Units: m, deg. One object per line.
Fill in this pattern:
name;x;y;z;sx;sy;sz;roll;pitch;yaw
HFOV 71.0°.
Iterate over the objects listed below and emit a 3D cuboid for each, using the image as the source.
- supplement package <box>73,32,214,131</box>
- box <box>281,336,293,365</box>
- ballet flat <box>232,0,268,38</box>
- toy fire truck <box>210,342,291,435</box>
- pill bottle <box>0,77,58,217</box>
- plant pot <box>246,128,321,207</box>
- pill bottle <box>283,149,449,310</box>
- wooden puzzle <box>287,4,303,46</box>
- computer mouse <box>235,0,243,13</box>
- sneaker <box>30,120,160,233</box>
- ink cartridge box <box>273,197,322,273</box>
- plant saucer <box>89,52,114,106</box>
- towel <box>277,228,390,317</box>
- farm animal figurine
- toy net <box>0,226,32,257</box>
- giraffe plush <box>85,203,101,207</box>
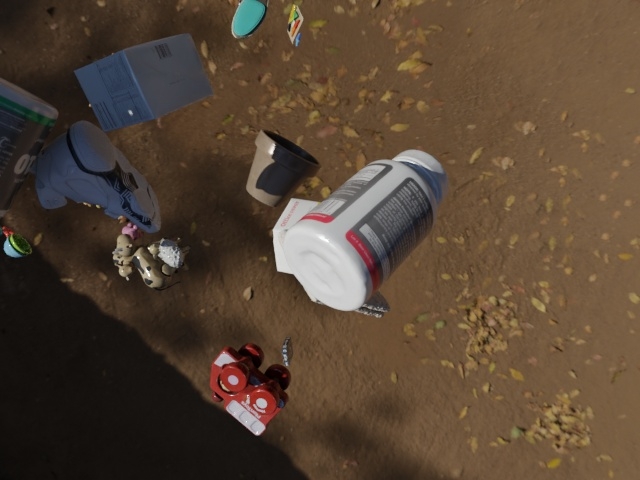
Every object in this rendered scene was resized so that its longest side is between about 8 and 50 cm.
supplement package;-0.405;-0.365;1.043;0.203;0.194;0.149;0;120;35
box;-0.113;0.381;1.542;0.018;0.083;0.067;-6;102;8
ballet flat;-0.124;-0.467;0.889;0.057;0.052;0.168;24;89;-1
toy fire truck;-0.268;0.530;1.591;0.302;0.169;0.253;38;112;0
pill bottle;-0.736;-0.170;0.945;0.204;0.204;0.360;30;93;-2
plant pot;-0.162;-0.255;1.691;0.263;0.263;0.229;32;105;-3
pill bottle;0.099;-0.036;0.811;0.318;0.176;0.176;-41;98;-32
wooden puzzle;-0.065;-0.536;1.113;0.014;0.116;0.078;6;130;-27
computer mouse;-0.191;-0.679;1.146;0.041;0.071;0.242;14;118;-17
sneaker;-0.598;-0.133;1.198;0.210;0.137;0.365;-20;137;6
ink cartridge box;0.000;0.000;1.327;0.233;0.171;0.168;10;130;14
plant saucer;-0.735;-0.543;1.537;0.037;0.200;0.199;24;103;-31
towel;0.039;0.077;0.999;0.049;0.282;0.187;-46;53;19
farm animal figurine;-0.640;0.052;1.594;0.327;0.172;0.330;44;134;11
toy net;-0.866;-0.052;1.199;0.045;0.122;0.232;-34;110;-4
giraffe plush;-0.817;-0.214;1.610;0.182;0.210;0.170;16;72;-32
